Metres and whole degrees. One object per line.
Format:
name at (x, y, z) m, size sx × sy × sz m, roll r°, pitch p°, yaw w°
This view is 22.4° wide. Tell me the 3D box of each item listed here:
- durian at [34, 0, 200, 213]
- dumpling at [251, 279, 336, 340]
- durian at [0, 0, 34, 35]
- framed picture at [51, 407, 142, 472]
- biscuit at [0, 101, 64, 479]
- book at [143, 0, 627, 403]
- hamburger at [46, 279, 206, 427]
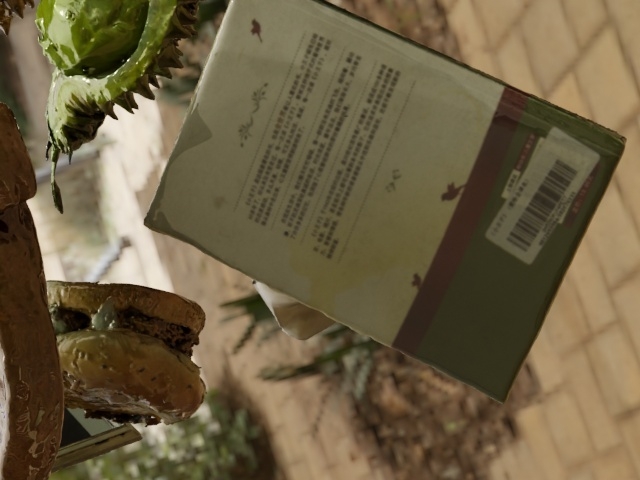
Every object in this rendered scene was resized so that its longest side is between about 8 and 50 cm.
durian at (-0.151, -0.177, 1.261) m, size 0.132 × 0.375 × 0.106 m, roll 36°, pitch -158°, yaw 4°
dumpling at (0.000, -0.001, 1.568) m, size 0.092 × 0.150 × 0.176 m, roll 86°, pitch 178°, yaw -73°
durian at (-0.346, -0.233, 1.376) m, size 0.195 × 0.305 × 0.185 m, roll 38°, pitch -140°, yaw -49°
framed picture at (-0.347, 0.141, 1.571) m, size 0.293 × 0.231 × 0.018 m, roll 38°, pitch 130°, yaw 36°
biscuit at (-0.250, 0.009, 1.135) m, size 0.314 × 0.063 × 0.367 m, roll -53°, pitch 51°, yaw 50°
book at (0.035, -0.039, 1.086) m, size 0.201 × 0.289 × 0.026 m, roll -66°, pitch -14°, yaw 16°
hamburger at (-0.193, 0.101, 1.429) m, size 0.177 × 0.185 × 0.113 m, roll -6°, pitch 73°, yaw 52°
